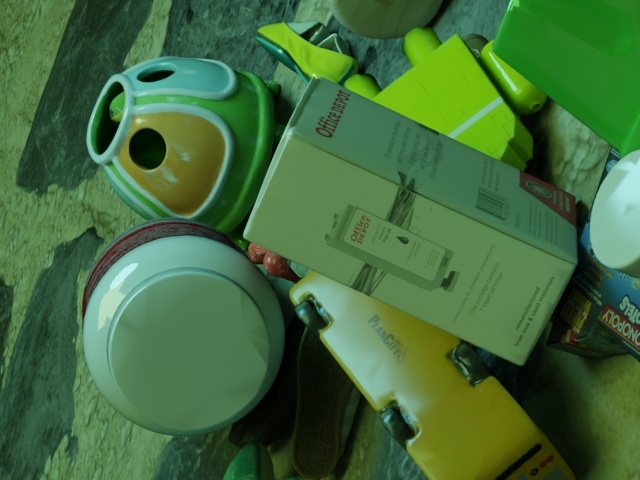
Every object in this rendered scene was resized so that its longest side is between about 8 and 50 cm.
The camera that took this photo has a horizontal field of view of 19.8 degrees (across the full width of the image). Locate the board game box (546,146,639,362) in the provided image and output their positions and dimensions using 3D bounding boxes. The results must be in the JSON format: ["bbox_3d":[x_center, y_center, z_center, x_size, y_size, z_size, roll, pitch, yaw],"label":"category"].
[{"bbox_3d":[0.281,0.035,1.600,0.194,0.060,0.194,-66,26,14],"label":"board game box"}]

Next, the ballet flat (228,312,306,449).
[{"bbox_3d":[-0.028,0.148,2.158,0.250,0.058,0.084,-60,10,13],"label":"ballet flat"}]

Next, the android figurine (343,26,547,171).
[{"bbox_3d":[0.120,-0.105,1.903,0.248,0.056,0.273,-38,46,8],"label":"android figurine"}]

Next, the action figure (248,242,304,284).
[{"bbox_3d":[0.000,0.000,2.110,0.091,0.139,0.280,-39,8,25],"label":"action figure"}]

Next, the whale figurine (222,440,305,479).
[{"bbox_3d":[-0.084,0.339,2.023,0.216,0.141,0.272,-62,30,30],"label":"whale figurine"}]

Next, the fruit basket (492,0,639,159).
[{"bbox_3d":[0.356,-0.216,1.409,0.392,0.392,0.283,-55,0,31],"label":"fruit basket"}]

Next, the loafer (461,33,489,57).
[{"bbox_3d":[0.145,-0.154,1.993,0.148,0.056,0.050,-67,21,10],"label":"loafer"}]

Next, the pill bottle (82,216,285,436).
[{"bbox_3d":[-0.163,0.100,2.134,0.408,0.229,0.229,-145,74,-81],"label":"pill bottle"}]

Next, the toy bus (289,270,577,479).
[{"bbox_3d":[0.099,0.133,1.727,0.108,0.130,0.332,-40,43,0],"label":"toy bus"}]

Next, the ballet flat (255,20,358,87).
[{"bbox_3d":[-0.010,-0.241,2.358,0.077,0.077,0.231,-47,32,3],"label":"ballet flat"}]

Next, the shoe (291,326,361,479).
[{"bbox_3d":[0.010,0.155,2.033,0.058,0.077,0.219,-32,-44,-76],"label":"shoe"}]

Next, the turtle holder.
[{"bbox_3d":[-0.185,-0.152,2.451,0.243,0.227,0.320,-51,33,38],"label":"turtle holder"}]

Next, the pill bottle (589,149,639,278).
[{"bbox_3d":[0.315,0.005,1.364,0.124,0.221,0.124,-43,38,46],"label":"pill bottle"}]

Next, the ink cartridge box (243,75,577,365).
[{"bbox_3d":[0.088,-0.024,1.699,0.207,0.283,0.117,-68,3,-69],"label":"ink cartridge box"}]

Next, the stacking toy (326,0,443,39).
[{"bbox_3d":[0.072,-0.393,2.229,0.141,0.141,0.330,-52,26,36],"label":"stacking toy"}]
